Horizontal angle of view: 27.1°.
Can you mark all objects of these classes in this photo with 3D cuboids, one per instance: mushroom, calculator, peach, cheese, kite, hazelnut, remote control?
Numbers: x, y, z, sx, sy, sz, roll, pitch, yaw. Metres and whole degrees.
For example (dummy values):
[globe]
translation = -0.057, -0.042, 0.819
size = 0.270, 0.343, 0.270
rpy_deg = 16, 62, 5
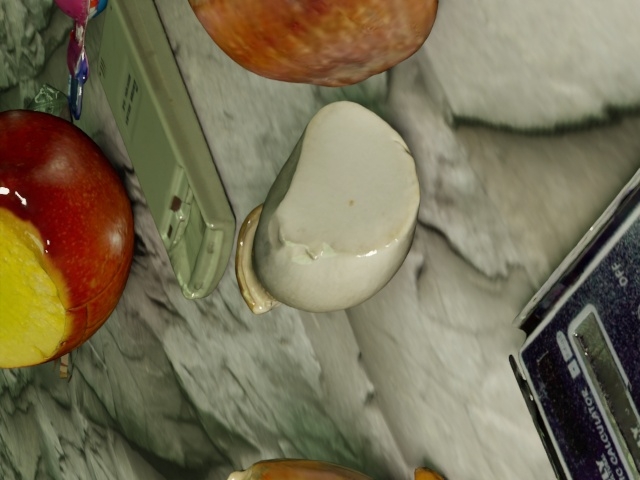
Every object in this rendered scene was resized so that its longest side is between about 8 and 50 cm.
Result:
[mushroom]
translation = 0.000, 0.000, 0.851
size = 0.225, 0.093, 0.116
rpy_deg = 119, 153, -66
[calculator]
translation = 0.162, 0.046, 0.568
size = 0.274, 0.028, 0.166
rpy_deg = 117, 138, -52
[peach]
translation = -0.302, -0.014, 1.316
size = 0.274, 0.248, 0.245
rpy_deg = -36, 42, 54
[cheese]
translation = -0.230, -0.240, 1.278
size = 0.155, 0.062, 0.244
rpy_deg = -129, 41, -65
[kite]
translation = -0.323, -0.012, 1.622
size = 0.204, 0.022, 0.360
rpy_deg = -173, 80, -65
[hazelnut]
translation = -0.002, -0.150, 0.754
size = 0.154, 0.143, 0.143
rpy_deg = -4, 94, 49
[remote control]
translation = -0.138, -0.088, 1.180
size = 0.285, 0.038, 0.123
rpy_deg = 65, 152, 30

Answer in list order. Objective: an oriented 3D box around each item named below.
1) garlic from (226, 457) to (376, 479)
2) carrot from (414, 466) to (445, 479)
[garlic]
translation = 0.026, 0.228, 0.833
size = 0.115, 0.128, 0.207
rpy_deg = -25, 73, 19
[carrot]
translation = 0.099, 0.253, 0.746
size = 0.062, 0.066, 0.271
rpy_deg = -21, 70, 20
